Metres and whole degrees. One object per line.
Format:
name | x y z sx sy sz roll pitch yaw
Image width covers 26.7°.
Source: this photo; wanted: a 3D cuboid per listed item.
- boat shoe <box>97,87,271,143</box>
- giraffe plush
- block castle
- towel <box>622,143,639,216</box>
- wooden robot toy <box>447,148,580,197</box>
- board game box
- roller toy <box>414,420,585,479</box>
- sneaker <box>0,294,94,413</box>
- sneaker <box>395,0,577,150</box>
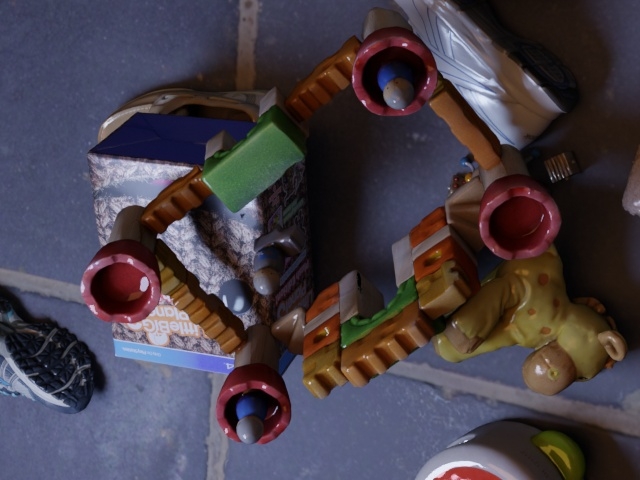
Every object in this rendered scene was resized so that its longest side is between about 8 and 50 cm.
boat shoe | -0.185 -0.146 1.774 0.302 0.098 0.109 -2 98 30
giraffe plush | 0.253 0.100 1.527 0.210 0.181 0.170 -45 86 13
block castle | 0.000 0.000 1.446 0.453 0.213 0.303 -37 112 16
towel | 0.466 -0.071 1.420 0.282 0.049 0.187 23 109 30
wooden robot toy | 0.209 -0.063 1.565 0.173 0.079 0.076 -5 95 32
board game box | -0.143 0.005 1.685 0.232 0.141 0.291 7 119 20
roller toy | 0.207 0.323 1.591 0.191 0.146 0.209 7 102 30
sneaker | -0.445 0.181 1.999 0.283 0.110 0.122 33 131 25
sneaker | 0.156 -0.221 1.559 0.297 0.111 0.129 49 124 16
